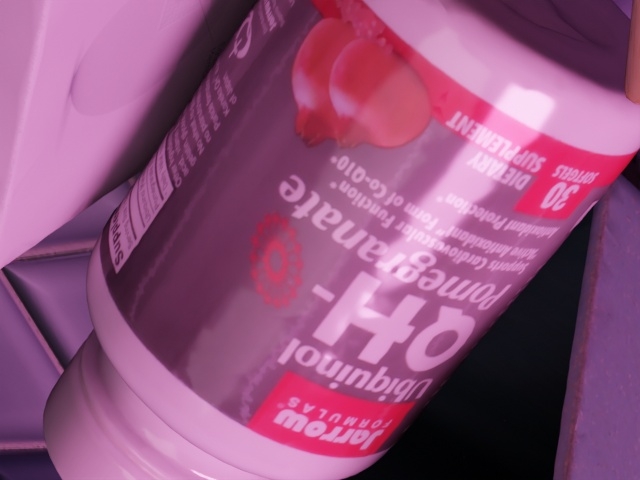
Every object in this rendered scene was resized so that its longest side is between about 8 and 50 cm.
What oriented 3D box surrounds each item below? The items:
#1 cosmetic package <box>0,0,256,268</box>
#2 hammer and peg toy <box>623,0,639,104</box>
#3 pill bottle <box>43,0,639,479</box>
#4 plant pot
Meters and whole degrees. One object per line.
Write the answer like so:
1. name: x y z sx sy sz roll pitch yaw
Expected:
1. cosmetic package: -0.099 -0.145 0.764 0.138 0.224 0.224 41 139 15
2. hammer and peg toy: 0.264 -0.141 0.560 0.361 0.127 0.266 23 123 18
3. pill bottle: 0.000 0.000 0.791 0.176 0.176 0.318 38 116 2
4. plant pot: 0.144 0.162 0.859 0.252 0.247 0.248 31 142 -21
